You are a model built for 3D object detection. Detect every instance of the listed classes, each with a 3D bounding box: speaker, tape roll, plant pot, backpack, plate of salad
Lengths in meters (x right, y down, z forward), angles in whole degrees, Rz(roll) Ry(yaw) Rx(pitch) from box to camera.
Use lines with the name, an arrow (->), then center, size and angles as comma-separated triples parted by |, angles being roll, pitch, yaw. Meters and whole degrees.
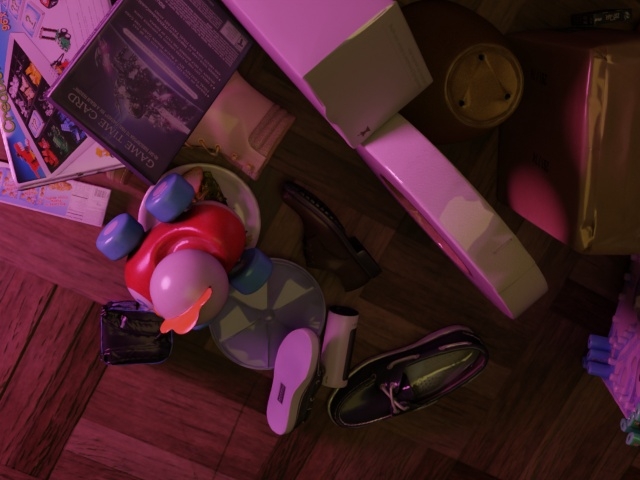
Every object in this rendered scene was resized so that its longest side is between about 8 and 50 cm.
speaker -> 0.030, 0.183, 1.519 | 0.055, 0.055, 0.136 | 6, 103, -12
tape roll -> 0.184, -0.045, 1.310 | 0.072, 0.392, 0.392 | -41, 108, 3
plant pot -> 0.207, -0.247, 1.332 | 0.237, 0.254, 0.237 | -3, 104, -10
backpack -> -0.297, 0.147, 1.434 | 0.114, 0.084, 0.105 | 3, 106, -6
plate of salad -> -0.195, -0.026, 1.426 | 0.200, 0.048, 0.199 | -3, 105, -10

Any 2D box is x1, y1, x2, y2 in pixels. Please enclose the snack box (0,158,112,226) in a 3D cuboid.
snack box -> -0.426, -0.074, 1.384 | 0.178, 0.022, 0.064 | 15, 103, -14

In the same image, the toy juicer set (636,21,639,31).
toy juicer set -> 0.663, -0.424, 1.451 | 0.329, 0.089, 0.209 | -23, 107, -4

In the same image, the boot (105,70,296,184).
boot -> -0.185, -0.148, 1.355 | 0.203, 0.095, 0.262 | 39, 89, -5

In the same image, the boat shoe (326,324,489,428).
boat shoe -> 0.152, 0.247, 1.538 | 0.303, 0.091, 0.114 | -33, 108, -1

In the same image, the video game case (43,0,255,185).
video game case -> -0.231, -0.244, 1.235 | 0.196, 0.026, 0.274 | 43, 71, -33

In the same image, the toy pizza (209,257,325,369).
toy pizza -> -0.091, 0.124, 1.493 | 0.201, 0.032, 0.201 | -3, 105, -11

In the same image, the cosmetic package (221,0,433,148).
cosmetic package -> -0.031, -0.322, 1.195 | 0.155, 0.365, 0.197 | -40, 151, 2

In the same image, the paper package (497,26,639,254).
paper package -> 0.412, -0.168, 1.351 | 0.168, 0.325, 0.309 | -3, 106, -9

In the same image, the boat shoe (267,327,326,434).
boat shoe -> -0.029, 0.237, 1.490 | 0.076, 0.080, 0.228 | -13, 129, -38

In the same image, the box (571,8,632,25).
box -> 0.459, -0.366, 1.433 | 0.067, 0.083, 0.018 | -11, 105, -8

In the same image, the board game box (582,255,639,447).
board game box -> 0.530, 0.096, 1.420 | 0.050, 0.390, 0.389 | 14, 102, 3

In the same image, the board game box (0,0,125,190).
board game box -> -0.375, -0.240, 1.259 | 0.193, 0.053, 0.305 | -13, 93, -6

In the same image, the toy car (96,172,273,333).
toy car -> -0.208, 0.065, 1.295 | 0.210, 0.238, 0.219 | -35, 116, 19

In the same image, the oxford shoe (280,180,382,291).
oxford shoe -> 0.000, 0.000, 1.451 | 0.096, 0.083, 0.227 | -39, 107, 6
